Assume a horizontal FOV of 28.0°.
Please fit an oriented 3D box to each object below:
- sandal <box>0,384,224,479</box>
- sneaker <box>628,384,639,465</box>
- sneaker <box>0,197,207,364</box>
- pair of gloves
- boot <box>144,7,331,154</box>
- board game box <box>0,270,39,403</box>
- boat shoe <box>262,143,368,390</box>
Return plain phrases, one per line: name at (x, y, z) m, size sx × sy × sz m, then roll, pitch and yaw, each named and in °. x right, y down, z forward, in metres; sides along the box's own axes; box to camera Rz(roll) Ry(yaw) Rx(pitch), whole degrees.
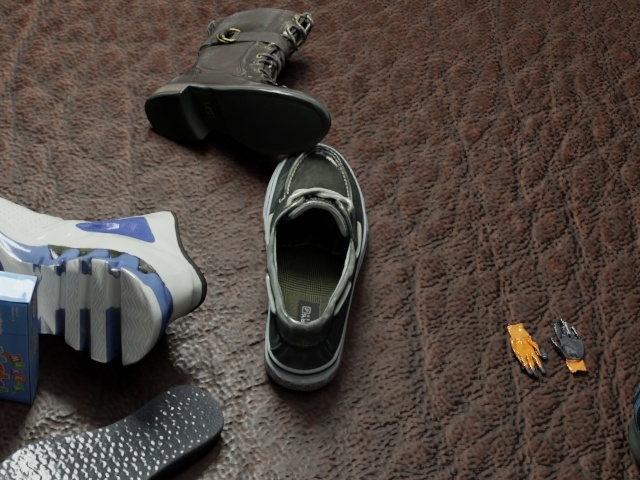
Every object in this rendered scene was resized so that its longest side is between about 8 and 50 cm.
sandal at (-0.197, 0.218, 1.203) m, size 0.254 × 0.054 × 0.097 m, roll -19°, pitch 55°, yaw -38°
sneaker at (0.476, 0.188, 1.247) m, size 0.340 × 0.140 × 0.125 m, roll 3°, pitch 48°, yaw 12°
sneaker at (-0.243, 0.030, 1.320) m, size 0.315 × 0.128 × 0.182 m, roll 17°, pitch 19°, yaw 27°
pair of gloves at (0.248, 0.116, 1.400) m, size 0.083 × 0.010 × 0.074 m, roll -3°, pitch 49°, yaw -15°
boot at (-0.068, -0.210, 1.545) m, size 0.262 × 0.091 × 0.229 m, roll 9°, pitch 43°, yaw 27°
board game box at (-0.374, 0.081, 1.212) m, size 0.211 × 0.160 × 0.039 m, roll 10°, pitch 47°, yaw -2°
boat shoe at (0.000, 0.000, 1.382) m, size 0.121 × 0.119 × 0.335 m, roll 5°, pitch 47°, yaw -6°
